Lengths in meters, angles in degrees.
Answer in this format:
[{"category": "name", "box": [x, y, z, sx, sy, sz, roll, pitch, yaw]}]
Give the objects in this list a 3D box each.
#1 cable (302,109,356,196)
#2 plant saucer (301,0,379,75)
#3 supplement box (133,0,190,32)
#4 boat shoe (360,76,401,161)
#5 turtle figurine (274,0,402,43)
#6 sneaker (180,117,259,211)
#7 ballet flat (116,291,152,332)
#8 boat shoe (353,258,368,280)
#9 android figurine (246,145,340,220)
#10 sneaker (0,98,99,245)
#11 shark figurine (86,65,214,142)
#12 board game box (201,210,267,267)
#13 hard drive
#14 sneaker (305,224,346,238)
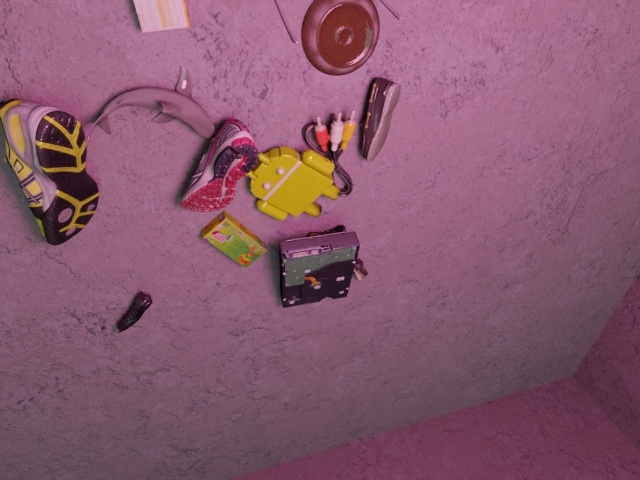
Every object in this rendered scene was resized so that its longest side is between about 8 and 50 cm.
[{"category": "cable", "box": [0.030, -0.227, 1.180, 0.140, 0.072, 0.287, -11, 130, -6]}, {"category": "plant saucer", "box": [0.054, -0.487, 1.005, 0.199, 0.036, 0.198, -11, 129, -13]}, {"category": "supplement box", "box": [-0.325, -0.469, 0.872, 0.098, 0.036, 0.062, -12, 130, -12]}, {"category": "boat shoe", "box": [0.150, -0.324, 1.153, 0.081, 0.069, 0.227, -38, 153, -46]}, {"category": "turtle figurine", "box": [-0.028, -0.510, 0.800, 0.198, 0.266, 0.274, -34, 131, 8]}, {"category": "sneaker", "box": [-0.261, -0.177, 1.088, 0.121, 0.112, 0.299, 9, 140, -46]}, {"category": "ballet flat", "box": [-0.588, 0.227, 1.332, 0.049, 0.057, 0.173, 45, 106, 2]}, {"category": "boat shoe", "box": [0.126, 0.085, 1.482, 0.049, 0.056, 0.152, -33, 141, 0]}, {"category": "android figurine", "box": [-0.081, -0.158, 1.182, 0.273, 0.056, 0.248, 27, 127, -36]}, {"category": "sneaker", "box": [-0.620, -0.150, 0.974, 0.147, 0.145, 0.384, 29, 130, 6]}, {"category": "shark figurine", "box": [-0.375, -0.293, 0.946, 0.278, 0.116, 0.166, -5, 127, -20]}, {"category": "board game box", "box": [-0.254, 0.000, 1.270, 0.092, 0.043, 0.181, -38, 130, 11]}, {"category": "hard drive", "box": [-0.013, 0.101, 1.367, 0.237, 0.064, 0.339, -9, 148, -10]}, {"category": "sneaker", "box": [0.000, 0.000, 1.351, 0.178, 0.072, 0.077, -33, 130, 5]}]
